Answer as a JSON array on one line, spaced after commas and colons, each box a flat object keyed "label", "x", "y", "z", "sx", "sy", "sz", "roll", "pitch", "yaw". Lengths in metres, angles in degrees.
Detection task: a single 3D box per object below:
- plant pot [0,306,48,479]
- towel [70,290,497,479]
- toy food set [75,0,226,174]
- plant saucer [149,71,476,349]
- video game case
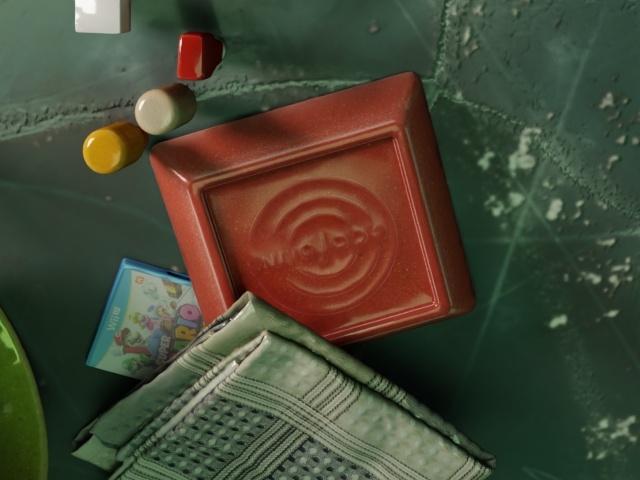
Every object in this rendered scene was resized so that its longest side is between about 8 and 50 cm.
[{"label": "plant pot", "x": -0.428, "y": 0.177, "z": 1.552, "sx": 0.254, "sy": 0.276, "sz": 0.276, "roll": -19, "pitch": 119, "yaw": 17}, {"label": "towel", "x": -0.044, "y": 0.217, "z": 1.662, "sx": 0.324, "sy": 0.056, "sz": 0.312, "roll": 35, "pitch": 128, "yaw": -20}, {"label": "toy food set", "x": -0.144, "y": -0.177, "z": 1.486, "sx": 0.111, "sy": 0.104, "sz": 0.232, "roll": 2, "pitch": 100, "yaw": 8}, {"label": "plant saucer", "x": 0.000, "y": 0.000, "z": 1.593, "sx": 0.258, "sy": 0.048, "sz": 0.259, "roll": -16, "pitch": 116, "yaw": 1}, {"label": "video game case", "x": -0.130, "y": 0.091, "z": 1.656, "sx": 0.166, "sy": 0.015, "sz": 0.119, "roll": 17, "pitch": 115, "yaw": -14}]
